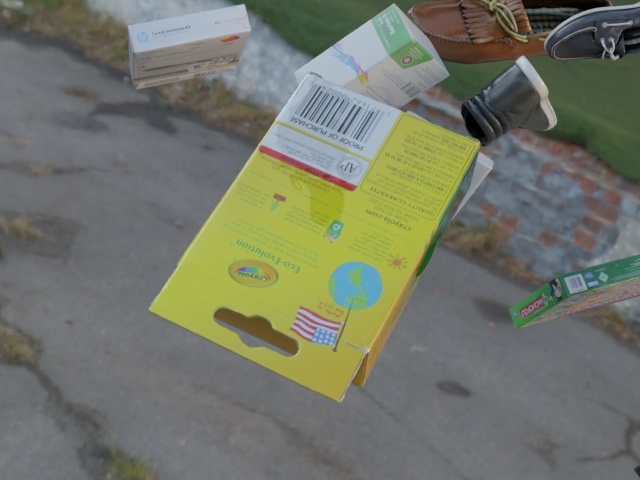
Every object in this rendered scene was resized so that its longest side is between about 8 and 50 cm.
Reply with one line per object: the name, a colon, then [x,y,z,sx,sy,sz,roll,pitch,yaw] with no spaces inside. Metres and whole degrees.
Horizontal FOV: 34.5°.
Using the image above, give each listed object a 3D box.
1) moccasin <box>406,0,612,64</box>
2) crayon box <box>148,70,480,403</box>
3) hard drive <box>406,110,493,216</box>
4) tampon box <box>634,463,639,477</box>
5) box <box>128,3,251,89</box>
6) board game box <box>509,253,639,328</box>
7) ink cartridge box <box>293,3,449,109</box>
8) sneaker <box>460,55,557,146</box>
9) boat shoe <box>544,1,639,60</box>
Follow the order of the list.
moccasin: [0.341,-0.397,1.862,0.380,0.147,0.139,2,61,-9]
crayon box: [0.000,0.000,1.005,0.202,0.081,0.318,25,60,13]
hard drive: [0.189,-0.099,2.139,0.203,0.307,0.040,30,38,-5]
tampon box: [0.648,0.388,1.763,0.161,0.101,0.120,-27,72,-26]
box: [-0.171,-0.244,1.317,0.145,0.038,0.186,-13,-2,-10]
board game box: [0.539,0.082,1.935,0.317,0.213,0.046,-13,73,-20]
ink cartridge box: [0.086,-0.282,1.753,0.154,0.212,0.093,25,36,-57]
sneaker: [0.325,-0.225,1.811,0.104,0.147,0.296,59,11,15]
boat shoe: [0.439,-0.304,1.538,0.206,0.075,0.065,-13,49,12]
